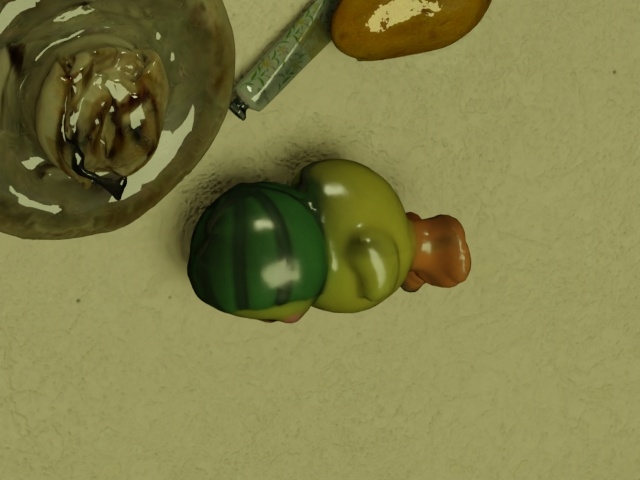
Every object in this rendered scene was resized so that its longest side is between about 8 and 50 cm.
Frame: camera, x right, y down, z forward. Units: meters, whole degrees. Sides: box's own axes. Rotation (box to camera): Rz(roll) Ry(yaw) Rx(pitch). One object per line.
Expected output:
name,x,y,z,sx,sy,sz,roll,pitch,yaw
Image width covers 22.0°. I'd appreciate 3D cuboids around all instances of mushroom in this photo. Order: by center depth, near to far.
mushroom,-0.247,-0.160,1.693,0.362,0.294,0.362,-14,123,-23

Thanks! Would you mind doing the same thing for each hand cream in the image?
hand cream,-0.035,-0.220,1.950,0.194,0.042,0.067,-46,129,-5

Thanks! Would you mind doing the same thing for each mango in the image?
mango,0.112,-0.284,1.952,0.227,0.109,0.147,-33,132,-12

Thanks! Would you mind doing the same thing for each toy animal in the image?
toy animal,-0.002,-0.003,2.008,0.338,0.216,0.191,-6,93,-24
